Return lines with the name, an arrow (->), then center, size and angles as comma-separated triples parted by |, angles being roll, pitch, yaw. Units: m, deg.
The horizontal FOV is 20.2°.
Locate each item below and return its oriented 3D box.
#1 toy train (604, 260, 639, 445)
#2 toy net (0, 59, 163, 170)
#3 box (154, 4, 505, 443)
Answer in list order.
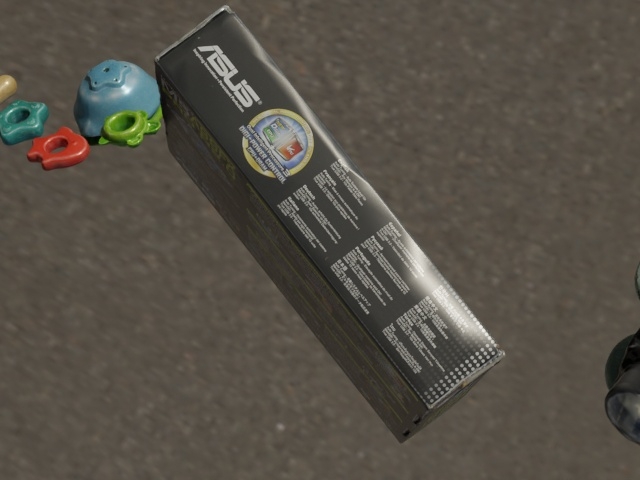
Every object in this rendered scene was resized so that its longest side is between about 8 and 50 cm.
toy train -> 0.325, 0.042, 1.185 | 0.334, 0.190, 0.142 | -43, 155, -35
toy net -> -0.227, -0.071, 1.299 | 0.232, 0.122, 0.045 | -13, 133, 2
box -> 0.000, 0.000, 1.155 | 0.060, 0.270, 0.216 | -37, 171, -9
